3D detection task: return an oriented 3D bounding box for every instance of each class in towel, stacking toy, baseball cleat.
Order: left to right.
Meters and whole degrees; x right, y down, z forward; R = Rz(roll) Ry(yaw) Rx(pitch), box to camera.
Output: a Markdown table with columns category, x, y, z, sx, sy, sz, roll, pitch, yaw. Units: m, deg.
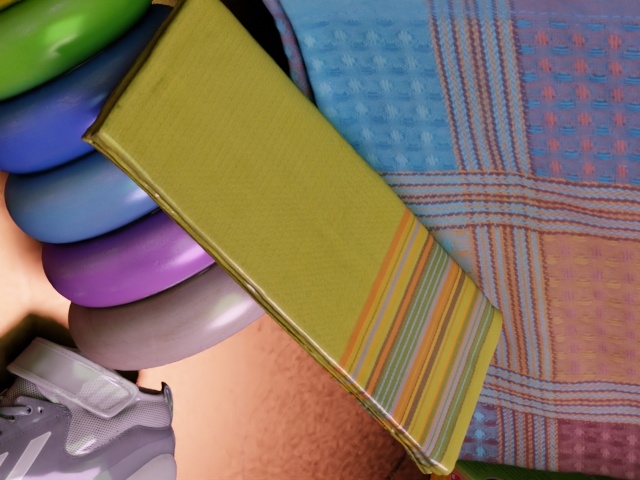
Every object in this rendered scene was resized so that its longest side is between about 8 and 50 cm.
| category | x | y | z | sx | sy | sz | roll | pitch | yaw |
| --- | --- | --- | --- | --- | --- | --- | --- | --- | --- |
| baseball cleat | -0.175 | 0.106 | 0.624 | 0.206 | 0.072 | 0.109 | -3 | 94 | -32 |
| stacking toy | -0.126 | -0.108 | 0.545 | 0.141 | 0.141 | 0.330 | -34 | 112 | -14 |
| towel | 0.000 | 0.000 | 0.549 | 0.237 | 0.021 | 0.102 | 46 | 49 | -26 |
| towel | 0.135 | 0.009 | 0.604 | 0.370 | 0.271 | 0.040 | 73 | 30 | -42 |

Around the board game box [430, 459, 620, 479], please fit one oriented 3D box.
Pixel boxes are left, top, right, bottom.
| category | x | y | z | sx | sy | sz | roll | pitch | yaw |
| --- | --- | --- | --- | --- | --- | --- | --- | --- | --- |
| board game box | 0.214 | 0.164 | 0.803 | 0.259 | 0.124 | 0.039 | -4 | 111 | -26 |
